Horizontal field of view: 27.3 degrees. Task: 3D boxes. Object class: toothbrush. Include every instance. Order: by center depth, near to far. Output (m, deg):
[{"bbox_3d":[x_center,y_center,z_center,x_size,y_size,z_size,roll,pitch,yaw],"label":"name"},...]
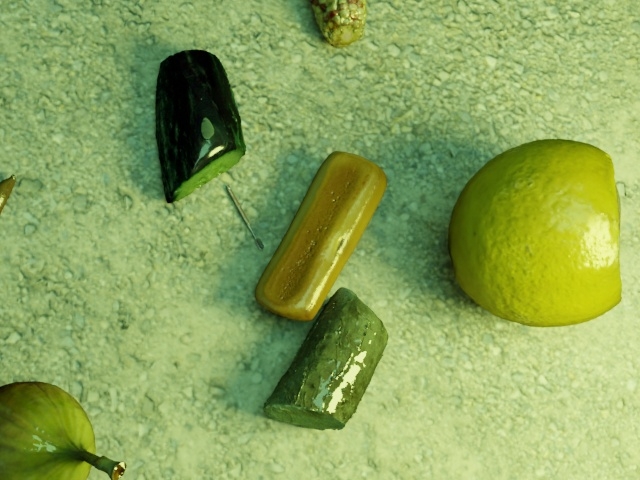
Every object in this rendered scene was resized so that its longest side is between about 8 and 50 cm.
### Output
[{"bbox_3d":[-0.098,-0.030,1.702,0.006,0.008,0.097,-24,80,-32],"label":"toothbrush"}]

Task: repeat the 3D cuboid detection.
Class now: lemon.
[{"bbox_3d":[0.269,-0.007,1.666,0.219,0.240,0.240,-5,74,10],"label":"lemon"}]

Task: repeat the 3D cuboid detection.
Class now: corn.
[{"bbox_3d":[0.011,-0.387,1.788,0.086,0.086,0.253,-8,77,-15],"label":"corn"}]

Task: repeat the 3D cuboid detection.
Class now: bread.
[{"bbox_3d":[0.000,0.000,1.680,0.093,0.074,0.239,23,70,16],"label":"bread"}]

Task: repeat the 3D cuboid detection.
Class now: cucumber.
[{"bbox_3d":[-0.154,-0.153,1.692,0.115,0.086,0.193,-6,69,-12],"label":"cucumber"}]

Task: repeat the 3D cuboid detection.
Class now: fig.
[{"bbox_3d":[-0.297,0.243,1.494,0.231,0.143,0.160,7,65,19],"label":"fig"}]

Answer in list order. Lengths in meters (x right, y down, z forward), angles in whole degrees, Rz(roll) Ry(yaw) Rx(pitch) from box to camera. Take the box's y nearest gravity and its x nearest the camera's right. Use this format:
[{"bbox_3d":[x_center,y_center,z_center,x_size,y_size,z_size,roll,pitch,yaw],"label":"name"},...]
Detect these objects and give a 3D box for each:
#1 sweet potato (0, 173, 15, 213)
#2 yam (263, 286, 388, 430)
[{"bbox_3d":[-0.407,-0.033,1.626,0.026,0.026,0.115,22,73,-6],"label":"sweet potato"},{"bbox_3d":[0.016,0.153,1.629,0.107,0.107,0.183,30,68,-3],"label":"yam"}]
